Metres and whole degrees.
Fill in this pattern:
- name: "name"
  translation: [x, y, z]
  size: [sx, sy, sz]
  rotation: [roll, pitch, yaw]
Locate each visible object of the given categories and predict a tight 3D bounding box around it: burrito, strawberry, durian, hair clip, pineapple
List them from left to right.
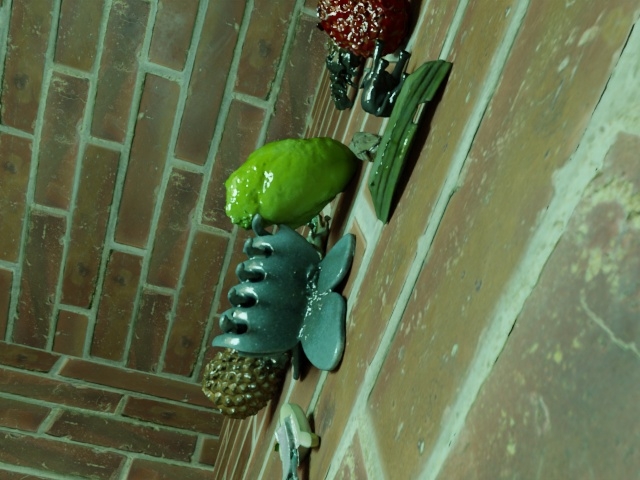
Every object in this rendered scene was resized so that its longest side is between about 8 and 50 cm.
- name: "pineapple"
  translation: [-0.183, 0.352, 1.532]
  size: [0.357, 0.223, 0.223]
  rotation: [-51, 17, 19]
- name: "hair clip"
  translation: [-0.087, 0.127, 1.173]
  size: [0.392, 0.239, 0.318]
  rotation: [129, 157, -68]
- name: "hair clip"
  translation: [-0.054, 0.413, 1.014]
  size: [0.218, 0.071, 0.159]
  rotation: [-97, 30, -52]
- name: "durian"
  translation: [-0.067, -0.151, 1.305]
  size: [0.340, 0.204, 0.256]
  rotation: [-40, -25, 8]
- name: "pineapple"
  translation: [0.079, -0.581, 1.682]
  size: [0.170, 0.141, 0.309]
  rotation: [158, 120, -72]
- name: "burrito"
  translation: [0.104, -0.208, 1.147]
  size: [0.229, 0.058, 0.063]
  rotation: [-106, 28, -77]
- name: "strawberry"
  translation: [0.115, -0.509, 1.169]
  size: [0.233, 0.234, 0.178]
  rotation: [114, 147, -41]

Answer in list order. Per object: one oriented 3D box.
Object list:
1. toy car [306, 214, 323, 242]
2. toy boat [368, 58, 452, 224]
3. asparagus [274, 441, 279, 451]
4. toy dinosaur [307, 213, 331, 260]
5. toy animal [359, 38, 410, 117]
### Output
- name: "toy car"
  translation: [-0.022, -0.008, 1.549]
  size: [0.073, 0.054, 0.143]
  rotation: [125, 160, -69]
- name: "toy boat"
  translation: [0.137, -0.170, 0.885]
  size: [0.093, 0.055, 0.292]
  rotation: [-91, 19, -68]
- name: "asparagus"
  translation: [-0.093, 0.481, 1.271]
  size: [0.025, 0.021, 0.108]
  rotation: [-86, 14, -66]
- name: "toy dinosaur"
  translation: [0.000, 0.001, 1.466]
  size: [0.212, 0.057, 0.142]
  rotation: [-68, -20, -55]
- name: "toy animal"
  translation: [0.133, -0.356, 1.121]
  size: [0.269, 0.082, 0.137]
  rotation: [-90, 19, -55]
